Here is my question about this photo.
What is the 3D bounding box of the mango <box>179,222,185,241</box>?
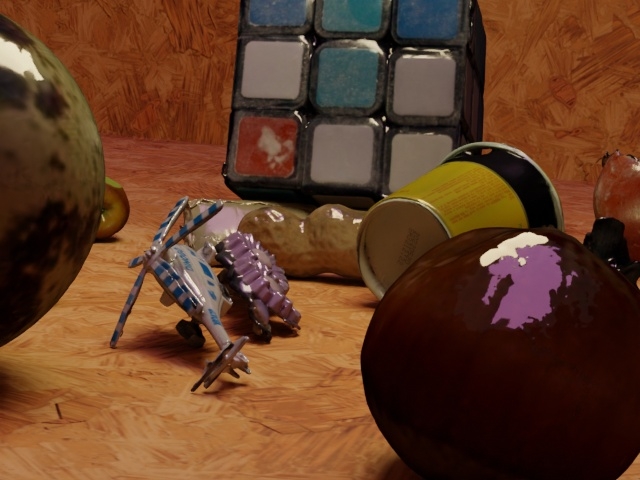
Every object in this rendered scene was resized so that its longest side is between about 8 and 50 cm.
[{"bbox_3d":[-0.123,-0.010,2.085,0.187,0.066,0.101,7,8,-28],"label":"mango"}]

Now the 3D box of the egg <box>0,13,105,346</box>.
[{"bbox_3d":[-0.401,-0.052,1.278,0.428,0.345,0.345,-4,5,24],"label":"egg"}]

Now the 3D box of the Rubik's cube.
[{"bbox_3d":[0.066,-0.205,2.172,0.358,0.362,0.363,0,-7,9],"label":"Rubik's cube"}]

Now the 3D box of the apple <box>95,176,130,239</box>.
[{"bbox_3d":[-0.337,-0.048,2.097,0.114,0.099,0.102,29,3,-28],"label":"apple"}]

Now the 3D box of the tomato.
[{"bbox_3d":[0.501,-0.034,2.233,0.180,0.155,0.214,29,0,31],"label":"tomato"}]

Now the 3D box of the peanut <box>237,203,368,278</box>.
[{"bbox_3d":[0.000,0.001,1.917,0.227,0.104,0.086,-1,27,4],"label":"peanut"}]

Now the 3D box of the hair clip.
[{"bbox_3d":[-0.080,0.053,1.649,0.106,0.084,0.292,47,0,-16],"label":"hair clip"}]

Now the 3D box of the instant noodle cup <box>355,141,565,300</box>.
[{"bbox_3d":[0.167,-0.003,1.806,0.215,0.216,0.236,10,19,33],"label":"instant noodle cup"}]

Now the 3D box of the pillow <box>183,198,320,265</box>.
[{"bbox_3d":[-0.090,-0.010,1.998,0.208,0.053,0.119,3,46,-10],"label":"pillow"}]

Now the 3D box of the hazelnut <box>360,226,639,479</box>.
[{"bbox_3d":[0.138,0.089,1.092,0.217,0.217,0.251,0,10,-25],"label":"hazelnut"}]

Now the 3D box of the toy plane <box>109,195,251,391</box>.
[{"bbox_3d":[-0.112,0.059,1.432,0.107,0.182,0.273,38,-11,-35],"label":"toy plane"}]

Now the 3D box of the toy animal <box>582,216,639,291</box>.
[{"bbox_3d":[0.386,0.017,1.993,0.121,0.117,0.210,-1,10,8],"label":"toy animal"}]
